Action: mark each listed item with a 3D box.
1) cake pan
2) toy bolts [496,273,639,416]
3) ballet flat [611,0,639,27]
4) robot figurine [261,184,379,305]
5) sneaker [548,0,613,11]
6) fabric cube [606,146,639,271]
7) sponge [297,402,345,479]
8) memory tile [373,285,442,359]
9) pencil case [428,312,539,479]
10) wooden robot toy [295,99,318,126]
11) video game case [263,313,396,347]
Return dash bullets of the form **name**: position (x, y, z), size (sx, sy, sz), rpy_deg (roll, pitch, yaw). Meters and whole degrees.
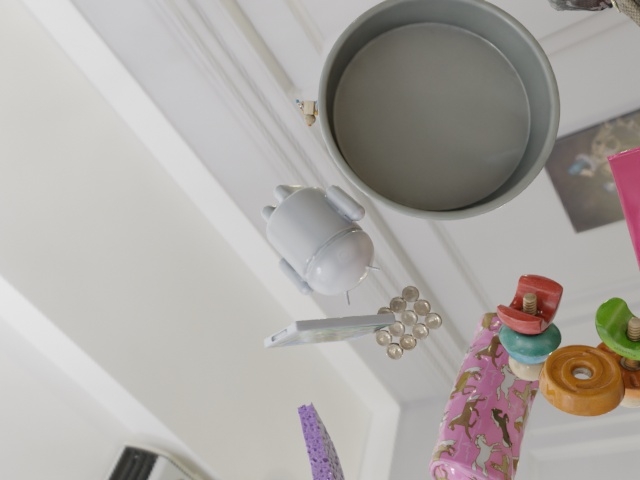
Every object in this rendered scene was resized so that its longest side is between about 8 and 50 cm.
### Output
- **cake pan**: position (0.143, -0.163, 0.834), size (0.054, 0.293, 0.293), rpy_deg (91, 164, -80)
- **toy bolts**: position (0.340, 0.176, 0.930), size (0.218, 0.229, 0.158), rpy_deg (-37, -48, -31)
- **ballet flat**: position (0.517, -0.313, 1.033), size (0.084, 0.058, 0.249), rpy_deg (-21, -113, -41)
- **robot figurine**: position (0.000, 0.000, 1.738), size (0.200, 0.299, 0.353), rpy_deg (-9, -131, -50)
- **sneaker**: position (0.500, -0.457, 1.119), size (0.135, 0.276, 0.097), rpy_deg (36, -142, -72)
- **fabric cube**: position (0.801, -0.103, 1.407), size (0.259, 0.254, 0.258), rpy_deg (-16, -92, -42)
- **sponge**: position (0.011, 0.348, 1.023), size (0.210, 0.031, 0.117), rpy_deg (-117, 3, -70)
- **memory tile**: position (0.176, 0.177, 1.438), size (0.113, 0.148, 0.012), rpy_deg (49, -162, 5)
- **pencil case**: position (0.341, 0.319, 1.321), size (0.386, 0.160, 0.167), rpy_deg (-61, -36, -36)
- **wooden robot toy**: position (-0.016, -0.388, 2.075), size (0.076, 0.173, 0.078), rpy_deg (4, -83, -45)
- **video game case**: position (0.015, 0.184, 1.362), size (0.213, 0.193, 0.023), rpy_deg (-2, -107, -24)
